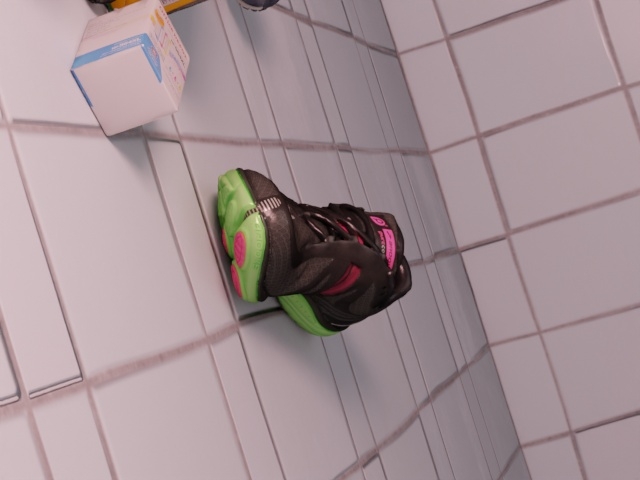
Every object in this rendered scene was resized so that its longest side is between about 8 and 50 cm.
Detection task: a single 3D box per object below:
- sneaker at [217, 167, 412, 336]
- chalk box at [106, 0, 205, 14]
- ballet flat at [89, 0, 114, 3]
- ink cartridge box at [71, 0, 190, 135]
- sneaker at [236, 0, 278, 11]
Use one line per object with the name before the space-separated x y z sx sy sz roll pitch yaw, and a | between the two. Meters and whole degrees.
sneaker | 0.000 0.000 2.038 0.483 0.202 0.185 32 41 -69
chalk box | -0.192 -0.426 1.876 0.289 0.180 0.179 -92 159 -51
ballet flat | -0.272 -0.339 1.721 0.057 0.049 0.173 -95 161 -44
ink cartridge box | -0.209 -0.201 1.712 0.143 0.090 0.092 -86 154 -55
sneaker | -0.134 -0.464 2.314 0.122 0.110 0.283 38 22 -54
